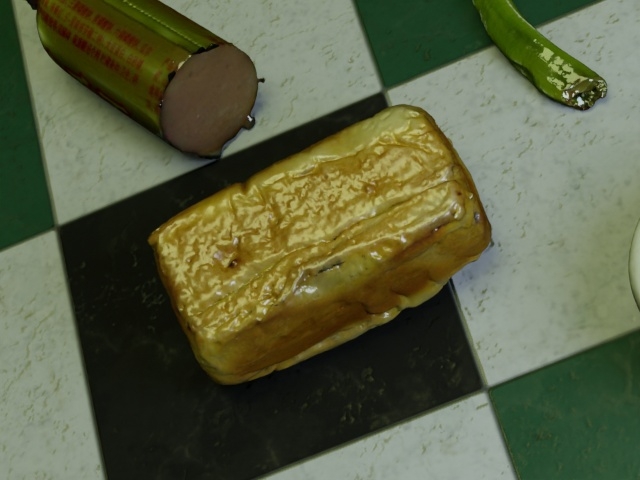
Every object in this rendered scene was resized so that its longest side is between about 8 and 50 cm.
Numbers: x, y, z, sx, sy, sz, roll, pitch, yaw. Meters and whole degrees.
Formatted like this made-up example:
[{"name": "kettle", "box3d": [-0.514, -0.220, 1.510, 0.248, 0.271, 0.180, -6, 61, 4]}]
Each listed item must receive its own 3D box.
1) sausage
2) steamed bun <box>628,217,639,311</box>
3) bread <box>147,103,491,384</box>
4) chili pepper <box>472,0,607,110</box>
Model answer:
[{"name": "sausage", "box3d": [-0.207, -0.201, 1.947, 0.317, 0.125, 0.117, 33, 75, 35]}, {"name": "steamed bun", "box3d": [0.358, 0.007, 1.569, 0.241, 0.146, 0.164, -42, 56, -5]}, {"name": "bread", "box3d": [0.000, 0.000, 1.730, 0.294, 0.132, 0.167, -27, 54, 3]}, {"name": "chili pepper", "box3d": [0.193, -0.191, 1.830, 0.052, 0.050, 0.202, -57, 49, 28]}]
